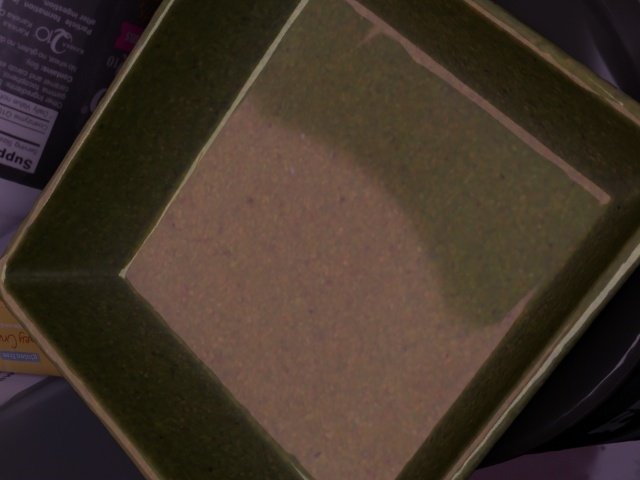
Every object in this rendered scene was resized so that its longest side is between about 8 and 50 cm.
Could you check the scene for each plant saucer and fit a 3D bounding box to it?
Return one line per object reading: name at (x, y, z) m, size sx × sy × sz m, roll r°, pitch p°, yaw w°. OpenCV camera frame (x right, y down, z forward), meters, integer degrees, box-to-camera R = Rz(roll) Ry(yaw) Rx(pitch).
plant saucer at (0.000, 0.000, 0.382) m, size 0.188 × 0.045 × 0.188 m, roll 43°, pitch 106°, yaw 29°

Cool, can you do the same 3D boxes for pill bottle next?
pill bottle at (-0.209, -0.111, 0.785) m, size 0.162 × 0.162 × 0.278 m, roll 29°, pitch 100°, yaw 31°

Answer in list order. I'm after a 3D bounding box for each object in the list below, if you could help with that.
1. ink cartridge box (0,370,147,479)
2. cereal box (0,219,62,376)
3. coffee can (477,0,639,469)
ink cartridge box at (-0.270, 0.187, 0.733) m, size 0.385 × 0.160 × 0.279 m, roll 3°, pitch 110°, yaw 32°
cereal box at (-0.091, 0.000, 0.659) m, size 0.173 × 0.240 × 0.047 m, roll -1°, pitch 114°, yaw 31°
coffee can at (0.099, -0.008, 0.512) m, size 0.201 × 0.275 × 0.201 m, roll -4°, pitch 82°, yaw 31°
